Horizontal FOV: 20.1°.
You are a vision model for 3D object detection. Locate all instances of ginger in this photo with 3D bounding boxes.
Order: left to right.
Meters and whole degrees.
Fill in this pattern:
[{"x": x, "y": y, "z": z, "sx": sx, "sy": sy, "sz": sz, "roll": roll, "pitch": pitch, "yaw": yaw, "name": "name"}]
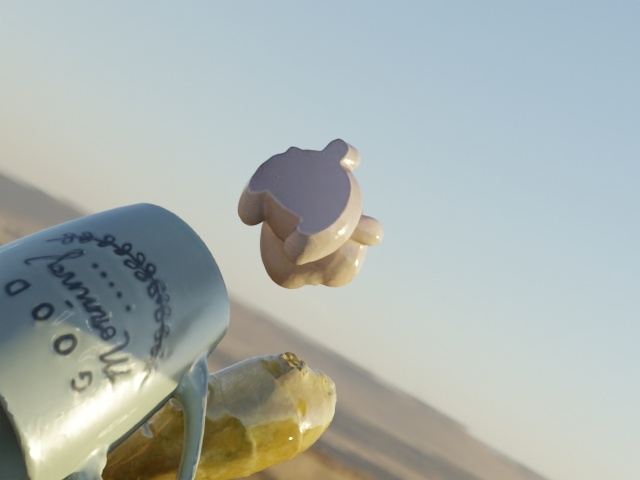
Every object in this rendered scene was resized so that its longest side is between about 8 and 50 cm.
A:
[{"x": -0.180, "y": 0.247, "z": 1.625, "sx": 0.348, "sy": 0.363, "sz": 0.122, "roll": 6, "pitch": 39, "yaw": -20, "name": "ginger"}]

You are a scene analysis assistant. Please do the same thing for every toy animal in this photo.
[{"x": -0.001, "y": 0.002, "z": 1.638, "sx": 0.124, "sy": 0.124, "sz": 0.212, "roll": 28, "pitch": -18, "yaw": 20, "name": "toy animal"}]

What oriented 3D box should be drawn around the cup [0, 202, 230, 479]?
[{"x": -0.172, "y": 0.108, "z": 1.384, "sx": 0.258, "sy": 0.234, "sz": 0.186, "roll": 52, "pitch": -35, "yaw": 11, "name": "cup"}]
